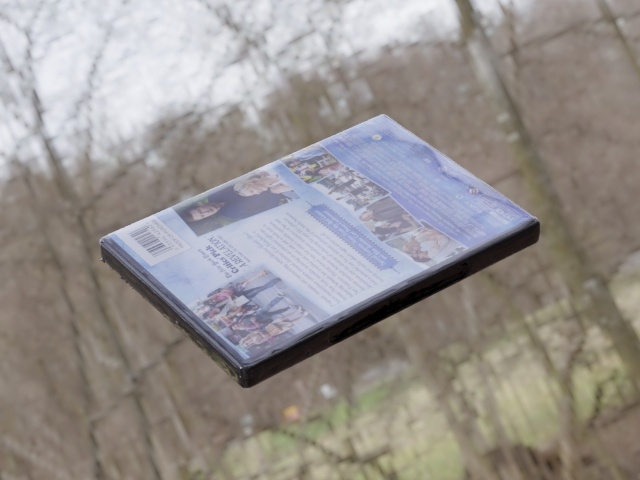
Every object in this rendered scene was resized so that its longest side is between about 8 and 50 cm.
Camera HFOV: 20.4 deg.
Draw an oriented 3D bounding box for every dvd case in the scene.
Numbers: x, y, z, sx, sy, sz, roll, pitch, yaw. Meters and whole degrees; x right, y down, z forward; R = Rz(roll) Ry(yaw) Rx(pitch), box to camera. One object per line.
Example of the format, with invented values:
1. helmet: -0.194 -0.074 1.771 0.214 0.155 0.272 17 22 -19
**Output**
1. dvd case: 0.000 0.000 1.232 0.253 0.180 0.022 -25 -47 -27
